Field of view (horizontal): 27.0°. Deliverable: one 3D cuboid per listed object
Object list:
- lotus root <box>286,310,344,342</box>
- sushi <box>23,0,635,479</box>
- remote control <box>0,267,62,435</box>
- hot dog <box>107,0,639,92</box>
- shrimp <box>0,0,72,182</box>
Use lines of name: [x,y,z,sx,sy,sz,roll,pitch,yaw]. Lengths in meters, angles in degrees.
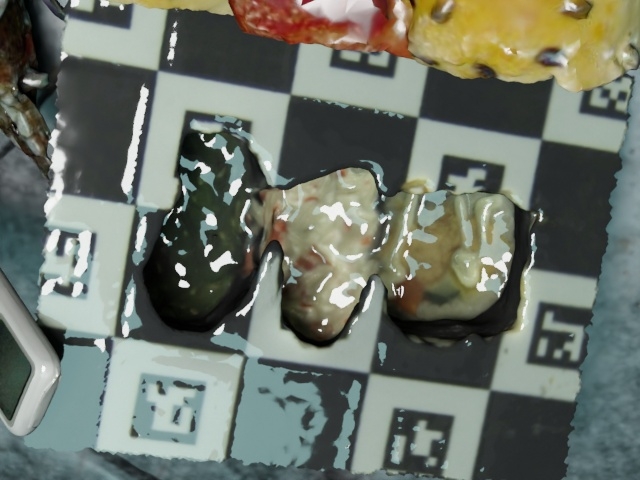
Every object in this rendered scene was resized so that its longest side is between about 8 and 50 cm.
lotus root: [-0.023,0.085,0.980,0.179,0.080,0.089,0,123,3]
sushi: [0.000,0.000,0.909,0.373,0.100,0.296,6,99,-11]
remote control: [-0.245,0.019,0.877,0.029,0.261,0.067,-5,133,-43]
hot dog: [-0.007,-0.274,0.627,0.367,0.196,0.365,15,126,24]
shrimp: [-0.272,-0.194,0.779,0.221,0.166,0.410,0,116,45]
